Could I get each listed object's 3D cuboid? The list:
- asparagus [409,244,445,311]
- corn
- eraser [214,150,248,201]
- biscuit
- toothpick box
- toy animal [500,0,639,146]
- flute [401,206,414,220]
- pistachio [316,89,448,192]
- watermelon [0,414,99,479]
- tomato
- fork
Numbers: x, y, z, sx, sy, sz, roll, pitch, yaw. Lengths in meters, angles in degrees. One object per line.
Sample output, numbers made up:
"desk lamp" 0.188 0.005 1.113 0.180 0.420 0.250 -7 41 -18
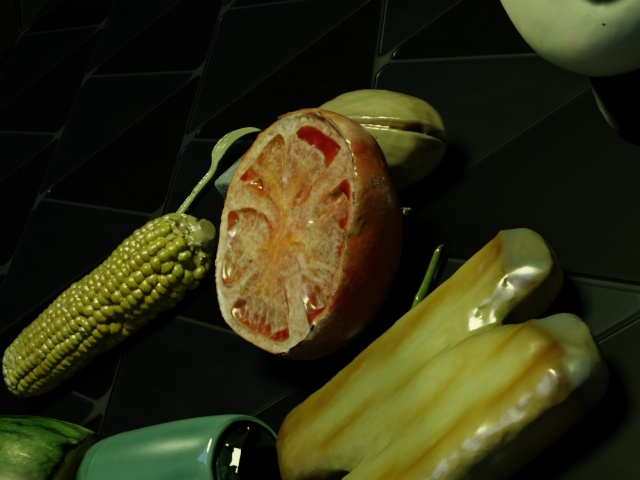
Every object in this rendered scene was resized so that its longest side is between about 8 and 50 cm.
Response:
"asparagus" 0.078 0.069 1.487 0.016 0.013 0.166 16 57 17
"corn" -0.241 0.075 1.925 0.320 0.097 0.097 -37 25 24
"eraser" -0.029 -0.073 1.837 0.092 0.046 0.212 -44 21 -20
"biscuit" 0.085 0.132 1.309 0.291 0.062 0.237 -41 24 13
"toothpick box" -0.116 0.211 1.456 0.184 0.120 0.120 -20 34 41
"toy animal" 0.254 -0.202 1.252 0.251 0.310 0.251 -36 26 20
"flute" 0.014 -0.022 1.740 0.014 0.014 0.269 -56 25 -20
"pistachio" 0.053 -0.098 1.664 0.185 0.126 0.108 -2 68 46
"watermelon" -0.343 0.289 1.525 0.331 0.189 0.331 19 -90 -85
"tomato" 0.000 0.000 1.575 0.237 0.095 0.236 -23 62 51
"fork" -0.154 -0.061 2.069 0.219 0.028 0.034 -49 27 -8
